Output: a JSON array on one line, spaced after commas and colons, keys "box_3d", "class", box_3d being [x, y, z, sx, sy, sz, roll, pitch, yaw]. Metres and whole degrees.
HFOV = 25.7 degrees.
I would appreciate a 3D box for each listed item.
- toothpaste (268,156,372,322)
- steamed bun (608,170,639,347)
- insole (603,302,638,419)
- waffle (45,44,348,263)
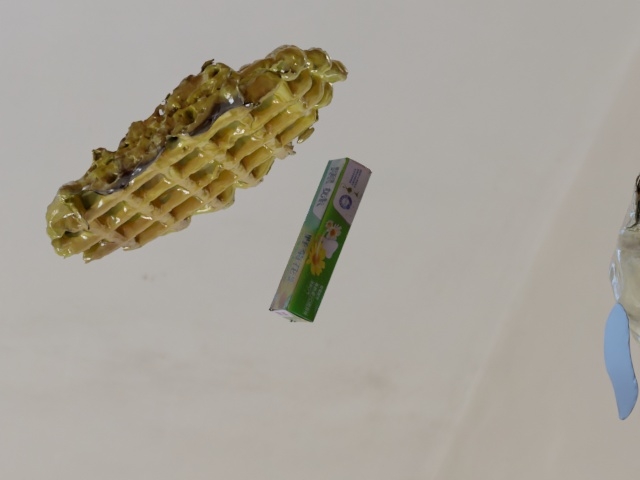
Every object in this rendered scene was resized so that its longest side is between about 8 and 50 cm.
[{"box_3d": [0.000, 0.000, 1.476, 0.037, 0.178, 0.043, 26, 167, -22], "class": "toothpaste"}, {"box_3d": [0.488, 0.054, 1.643, 0.346, 0.237, 0.394, -18, -108, -35], "class": "steamed bun"}, {"box_3d": [0.246, 0.098, 1.151, 0.002, 0.045, 0.135, 18, -149, -8], "class": "insole"}, {"box_3d": [-0.120, -0.085, 1.383, 0.307, 0.312, 0.060, -17, -113, -50], "class": "waffle"}]
